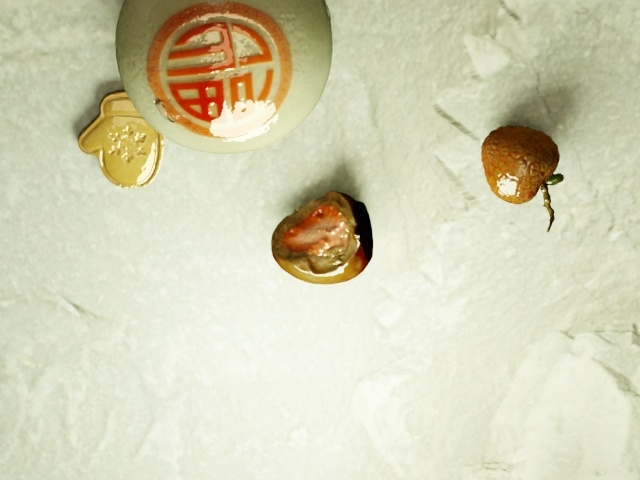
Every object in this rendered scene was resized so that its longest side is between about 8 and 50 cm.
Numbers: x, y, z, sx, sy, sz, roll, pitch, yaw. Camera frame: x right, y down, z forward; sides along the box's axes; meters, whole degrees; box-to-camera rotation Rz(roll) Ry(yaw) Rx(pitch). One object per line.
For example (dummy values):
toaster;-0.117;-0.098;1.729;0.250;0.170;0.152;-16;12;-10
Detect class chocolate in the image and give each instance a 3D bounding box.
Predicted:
chocolate;0.000;0.000;1.834;0.133;0.124;0.127;-1;123;16

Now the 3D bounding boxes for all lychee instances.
lychee;0.274;-0.091;1.810;0.114;0.101;0.140;-39;101;-29

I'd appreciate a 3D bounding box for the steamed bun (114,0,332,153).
steamed bun;-0.122;-0.235;1.686;0.283;0.177;0.283;0;118;-1

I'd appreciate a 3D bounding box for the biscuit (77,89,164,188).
biscuit;-0.270;-0.135;1.811;0.118;0.023;0.140;-5;115;-1
